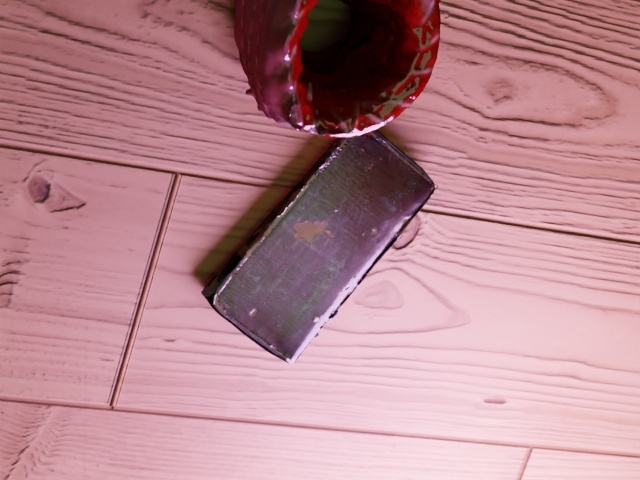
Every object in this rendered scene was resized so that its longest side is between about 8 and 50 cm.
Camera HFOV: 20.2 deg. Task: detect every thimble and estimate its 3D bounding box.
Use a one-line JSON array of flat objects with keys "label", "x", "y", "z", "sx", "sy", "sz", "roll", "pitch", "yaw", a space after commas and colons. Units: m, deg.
[{"label": "thimble", "x": 0.014, "y": -0.193, "z": 1.571, "sx": 0.163, "sy": 0.125, "sz": 0.190, "roll": 4, "pitch": 113, "yaw": -23}]

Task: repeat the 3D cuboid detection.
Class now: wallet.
[{"label": "wallet", "x": 0.000, "y": 0.000, "z": 1.719, "sx": 0.122, "sy": 0.031, "sz": 0.232, "roll": 38, "pitch": 94, "yaw": -28}]
